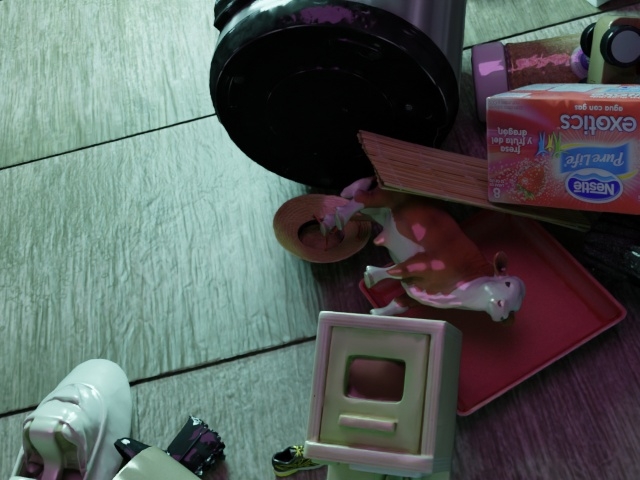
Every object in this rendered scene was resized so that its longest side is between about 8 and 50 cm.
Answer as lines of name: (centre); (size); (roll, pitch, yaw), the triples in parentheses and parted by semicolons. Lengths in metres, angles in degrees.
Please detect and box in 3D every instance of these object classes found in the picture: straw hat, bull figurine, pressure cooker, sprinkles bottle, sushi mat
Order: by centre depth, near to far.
bull figurine: (0.130, 0.018, 1.318); (0.189, 0.101, 0.310); (-14, 45, -16)
sushi mat: (0.208, -0.082, 1.379); (0.317, 0.019, 0.151); (11, 32, -17)
straw hat: (0.000, 0.000, 1.461); (0.145, 0.061, 0.144); (4, 49, -4)
sprinkles bottle: (0.410, -0.259, 1.525); (0.356, 0.121, 0.121); (-6, 51, 9)
pressure cooker: (0.036, -0.333, 1.528); (0.370, 0.375, 0.420); (8, 54, 4)

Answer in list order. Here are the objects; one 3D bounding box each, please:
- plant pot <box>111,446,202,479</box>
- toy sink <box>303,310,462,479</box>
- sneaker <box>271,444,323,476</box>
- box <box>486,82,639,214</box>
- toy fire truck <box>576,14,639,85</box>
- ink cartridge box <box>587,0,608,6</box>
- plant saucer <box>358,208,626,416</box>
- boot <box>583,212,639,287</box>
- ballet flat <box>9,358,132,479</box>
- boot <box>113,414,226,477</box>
plant pot: (-0.123, 0.398, 1.079); (0.274, 0.256, 0.256); (25, 60, 11)
toy sink: (0.072, 0.209, 1.172); (0.153, 0.131, 0.234); (4, 81, 18)
sneaker: (-0.023, 0.272, 1.266); (0.083, 0.035, 0.031); (-22, 51, -4)
box: (0.377, -0.120, 1.273); (0.300, 0.142, 0.154); (7, 19, 33)
toy fire truck: (0.495, -0.196, 1.400); (0.247, 0.216, 0.158); (3, 14, -5)
ink cartridge box: (0.464, -0.548, 1.709); (0.168, 0.171, 0.232); (-29, 51, -10)
plant saucer: (0.224, 0.088, 1.343); (0.259, 0.047, 0.258); (-30, 51, -9)
boot: (0.538, 0.025, 1.262); (0.348, 0.131, 0.260); (5, 10, -21)
ballet flat: (-0.339, 0.300, 1.263); (0.139, 0.139, 0.400); (2, 53, 16)
boot: (-0.190, 0.267, 1.292); (0.121, 0.045, 0.099); (36, 64, 14)
